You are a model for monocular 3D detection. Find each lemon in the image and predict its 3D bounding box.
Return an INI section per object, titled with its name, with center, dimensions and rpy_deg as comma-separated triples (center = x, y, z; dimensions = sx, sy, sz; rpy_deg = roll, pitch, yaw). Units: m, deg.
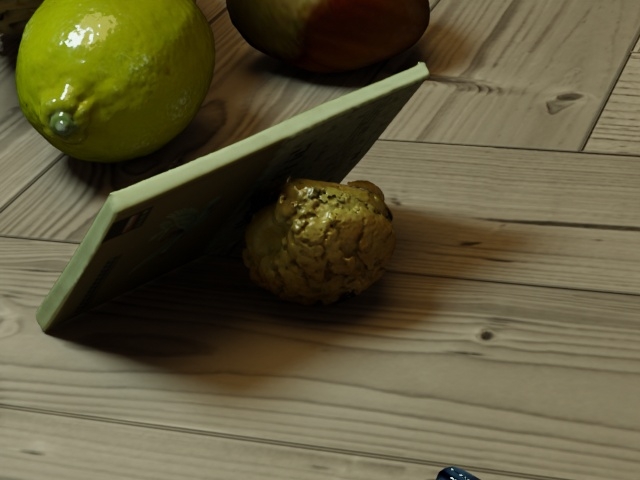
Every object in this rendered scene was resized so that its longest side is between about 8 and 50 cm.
[lemon]
center = -0.201, -0.164, 1.564
dimensions = 0.184, 0.184, 0.248
rpy_deg = 8, 38, 24

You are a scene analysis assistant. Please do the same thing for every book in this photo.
[book]
center = -0.070, -0.035, 1.303
dimensions = 0.310, 0.217, 0.021
rpy_deg = -27, 78, -33

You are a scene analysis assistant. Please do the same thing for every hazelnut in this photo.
[hazelnut]
center = 0.011, -0.272, 1.723
dimensions = 0.210, 0.186, 0.210
rpy_deg = -21, 22, 9

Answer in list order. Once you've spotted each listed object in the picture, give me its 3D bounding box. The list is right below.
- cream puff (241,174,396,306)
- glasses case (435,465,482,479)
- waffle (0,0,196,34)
[cream puff]
center = 0.000, 0.000, 1.280
dimensions = 0.119, 0.104, 0.133
rpy_deg = 3, -8, -9
[glasses case]
center = 0.105, 0.169, 1.019
dimensions = 0.023, 0.033, 0.083
rpy_deg = -13, 27, -36
[waffle]
center = -0.268, -0.305, 1.755
dimensions = 0.261, 0.114, 0.376
rpy_deg = -1, -3, -1
